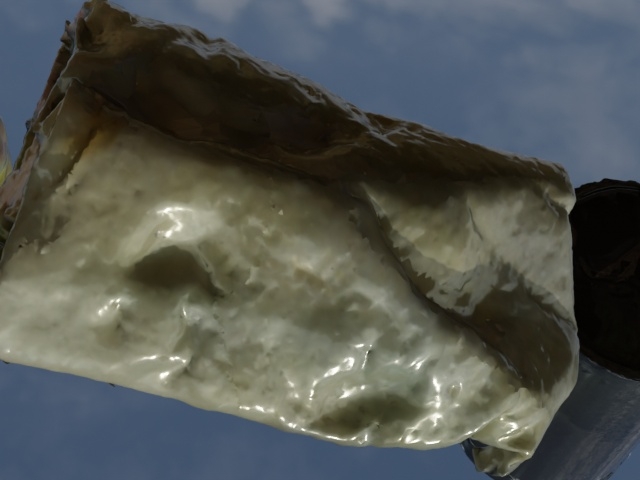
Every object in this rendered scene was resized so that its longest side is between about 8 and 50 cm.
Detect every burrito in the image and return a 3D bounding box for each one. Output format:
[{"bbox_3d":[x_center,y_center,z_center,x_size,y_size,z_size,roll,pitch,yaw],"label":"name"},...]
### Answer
[{"bbox_3d":[0.001,-0.003,0.897,0.332,0.135,0.190,15,-132,-17],"label":"burrito"}]

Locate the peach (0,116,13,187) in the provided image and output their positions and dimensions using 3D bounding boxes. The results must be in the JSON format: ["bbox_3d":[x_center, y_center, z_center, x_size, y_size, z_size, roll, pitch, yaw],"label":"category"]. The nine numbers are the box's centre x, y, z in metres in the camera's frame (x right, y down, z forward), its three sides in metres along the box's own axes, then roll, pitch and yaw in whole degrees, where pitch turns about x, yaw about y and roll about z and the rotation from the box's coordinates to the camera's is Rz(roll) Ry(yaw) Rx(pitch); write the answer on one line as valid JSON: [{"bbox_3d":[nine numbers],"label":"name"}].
[{"bbox_3d":[-0.360,-0.067,1.351,0.235,0.214,0.214,38,-134,18],"label":"peach"}]

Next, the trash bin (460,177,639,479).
[{"bbox_3d":[0.251,0.097,1.628,0.252,0.301,0.203,-8,-116,-15],"label":"trash bin"}]
